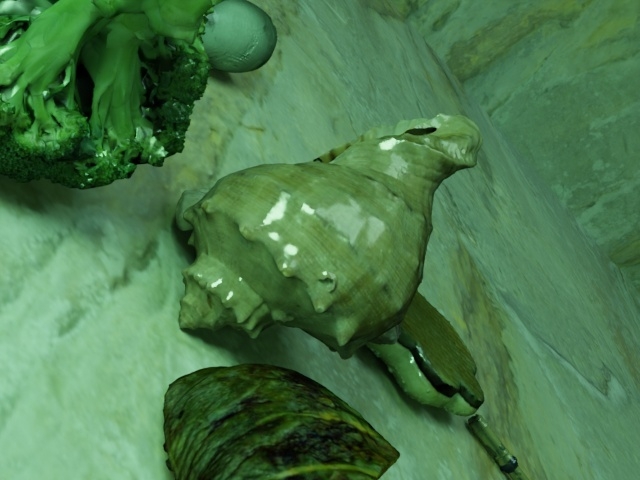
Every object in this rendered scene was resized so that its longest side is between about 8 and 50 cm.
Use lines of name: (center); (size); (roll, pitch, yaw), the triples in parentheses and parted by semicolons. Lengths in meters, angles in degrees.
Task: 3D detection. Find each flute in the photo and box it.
flute: (0.258, 0.310, 1.247); (0.233, 0.027, 0.027); (52, 19, -4)

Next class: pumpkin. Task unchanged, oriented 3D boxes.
pumpkin: (-0.039, 0.136, 0.692); (0.163, 0.111, 0.278); (45, 16, 11)

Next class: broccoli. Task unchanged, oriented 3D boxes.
broccoli: (-0.168, -0.170, 0.712); (0.270, 0.270, 0.270); (17, 68, -48)

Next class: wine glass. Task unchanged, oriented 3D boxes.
wine glass: (-0.122, -0.169, 1.149); (0.309, 0.096, 0.264); (-9, 82, -70)

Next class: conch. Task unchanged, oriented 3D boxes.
conch: (0.002, -0.006, 0.906); (0.263, 0.324, 0.186); (27, -52, 51)

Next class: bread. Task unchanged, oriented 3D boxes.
bread: (0.101, 0.112, 1.170); (0.286, 0.056, 0.207); (42, 19, -29)
